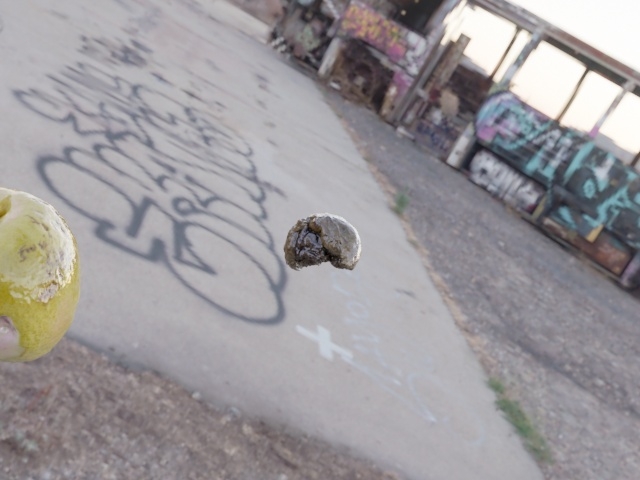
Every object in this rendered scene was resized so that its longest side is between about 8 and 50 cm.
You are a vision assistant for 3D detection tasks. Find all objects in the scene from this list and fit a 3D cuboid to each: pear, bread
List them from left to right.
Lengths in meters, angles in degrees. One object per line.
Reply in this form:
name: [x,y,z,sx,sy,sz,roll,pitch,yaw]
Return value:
pear: [-0.311,0.039,0.821,0.178,0.178,0.178,29,12,-7]
bread: [0.000,0.000,1.197,0.113,0.082,0.060,-4,-19,28]
